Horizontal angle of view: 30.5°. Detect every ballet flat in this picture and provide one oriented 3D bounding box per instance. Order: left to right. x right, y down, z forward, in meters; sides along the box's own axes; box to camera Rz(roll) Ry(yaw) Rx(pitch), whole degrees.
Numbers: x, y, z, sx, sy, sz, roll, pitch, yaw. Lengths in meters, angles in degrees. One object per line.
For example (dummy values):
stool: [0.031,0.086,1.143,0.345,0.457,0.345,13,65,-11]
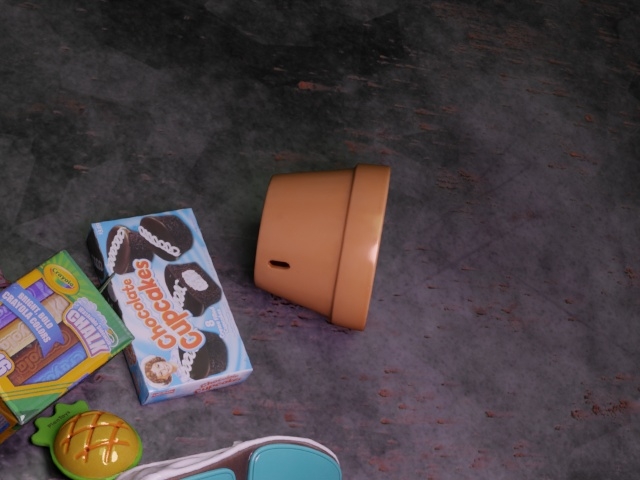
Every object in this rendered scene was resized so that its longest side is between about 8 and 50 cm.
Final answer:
ballet flat: [-0.146,0.363,1.795,0.400,0.139,0.139,-1,58,-42]

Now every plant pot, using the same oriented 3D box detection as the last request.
plant pot: [0.000,0.000,2.034,0.204,0.291,0.290,9,54,2]

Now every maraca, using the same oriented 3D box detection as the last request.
maraca: [-0.354,0.305,1.778,0.186,0.099,0.127,27,44,29]

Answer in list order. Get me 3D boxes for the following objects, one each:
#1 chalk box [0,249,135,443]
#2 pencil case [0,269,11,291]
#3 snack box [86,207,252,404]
chalk box: [-0.418,0.149,1.780,0.289,0.180,0.179,-37,89,-36]
pencil case: [-0.608,0.004,1.848,0.124,0.124,0.284,-33,75,-36]
snack box: [-0.257,0.105,1.969,0.187,0.060,0.322,-10,64,-28]
